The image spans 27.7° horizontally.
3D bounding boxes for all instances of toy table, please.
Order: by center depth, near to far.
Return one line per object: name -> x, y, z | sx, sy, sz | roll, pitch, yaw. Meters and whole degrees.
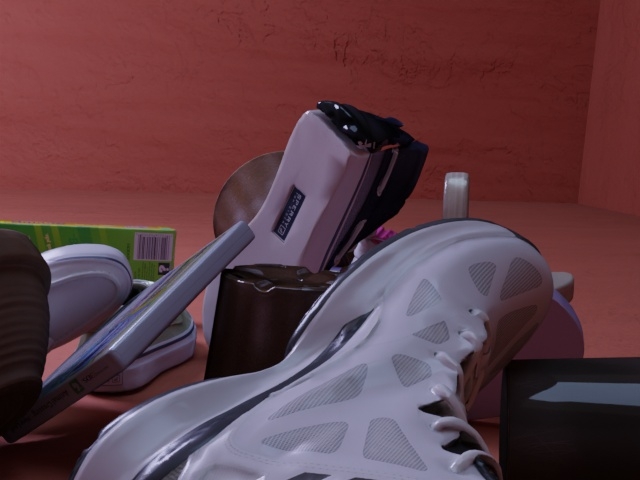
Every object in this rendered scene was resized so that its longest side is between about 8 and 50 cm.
toy table -> 0.132, 0.071, 1.358 | 0.274, 0.252, 0.161 | 13, 24, 4

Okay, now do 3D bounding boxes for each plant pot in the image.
plant pot -> -0.302, 0.107, 1.045 | 0.109, 0.237, 0.237 | 51, 24, 14
plant pot -> -0.034, 0.111, 1.159 | 0.167, 0.165, 0.167 | 4, 8, -1
plant pot -> -0.032, 0.007, 1.874 | 0.215, 0.215, 0.230 | 3, 21, -14

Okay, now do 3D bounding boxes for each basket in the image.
basket -> 0.260, 0.163, 1.041 | 0.227, 0.154, 0.204 | 1, -6, 4

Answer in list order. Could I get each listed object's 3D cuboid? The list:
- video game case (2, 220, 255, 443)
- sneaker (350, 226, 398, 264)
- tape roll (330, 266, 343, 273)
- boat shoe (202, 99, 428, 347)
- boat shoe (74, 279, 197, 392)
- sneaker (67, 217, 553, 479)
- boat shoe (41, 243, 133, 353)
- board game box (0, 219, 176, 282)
video game case -> -0.170, 0.080, 1.145 | 0.193, 0.023, 0.212 | -33, 9, 41
sneaker -> 0.130, 0.092, 1.555 | 0.252, 0.111, 0.103 | 35, 18, 5
tape roll -> 0.008, 0.086, 1.677 | 0.189, 0.080, 0.189 | 4, 8, -1
boat shoe -> 0.000, 0.000, 1.477 | 0.158, 0.340, 0.127 | -2, 42, -48
boat shoe -> -0.199, 0.092, 1.448 | 0.109, 0.094, 0.302 | 5, 8, 3
sneaker -> 0.077, 0.142, 0.869 | 0.257, 0.169, 0.447 | 20, 38, 40
boat shoe -> -0.299, 0.087, 1.232 | 0.268, 0.096, 0.088 | -19, 30, -14
board game box -> -0.315, 0.040, 1.640 | 0.259, 0.124, 0.039 | 2, 7, -21
